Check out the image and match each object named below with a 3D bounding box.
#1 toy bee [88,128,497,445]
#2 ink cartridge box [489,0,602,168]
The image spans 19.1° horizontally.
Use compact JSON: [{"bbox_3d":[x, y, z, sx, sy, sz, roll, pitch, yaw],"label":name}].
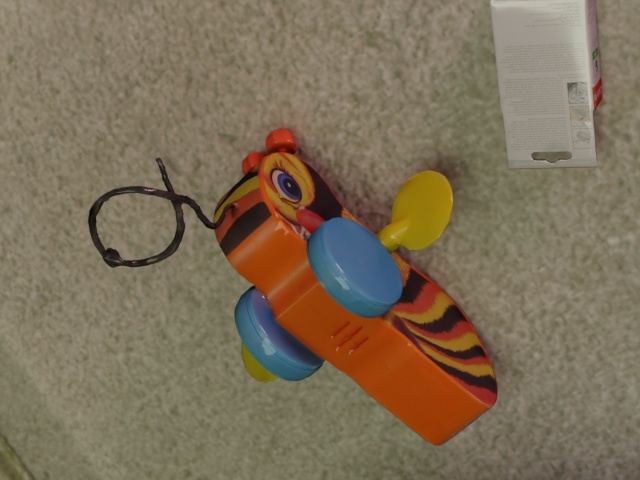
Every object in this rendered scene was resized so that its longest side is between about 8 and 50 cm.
[{"bbox_3d":[0.000,0.000,1.260,0.195,0.162,0.298,-22,127,18],"label":"toy bee"},{"bbox_3d":[0.146,-0.104,1.214,0.063,0.029,0.115,0,111,20],"label":"ink cartridge box"}]
